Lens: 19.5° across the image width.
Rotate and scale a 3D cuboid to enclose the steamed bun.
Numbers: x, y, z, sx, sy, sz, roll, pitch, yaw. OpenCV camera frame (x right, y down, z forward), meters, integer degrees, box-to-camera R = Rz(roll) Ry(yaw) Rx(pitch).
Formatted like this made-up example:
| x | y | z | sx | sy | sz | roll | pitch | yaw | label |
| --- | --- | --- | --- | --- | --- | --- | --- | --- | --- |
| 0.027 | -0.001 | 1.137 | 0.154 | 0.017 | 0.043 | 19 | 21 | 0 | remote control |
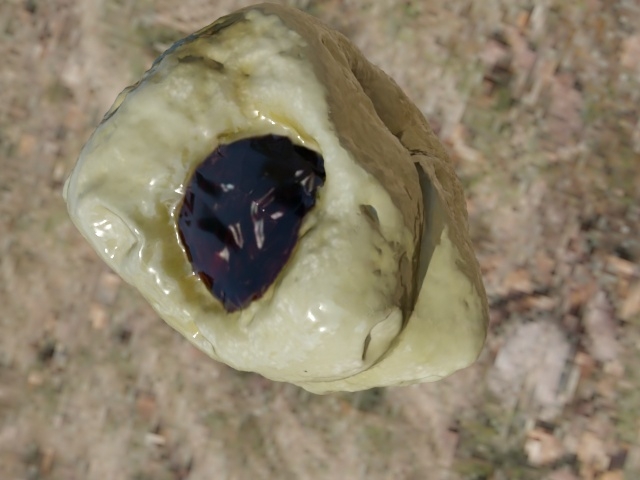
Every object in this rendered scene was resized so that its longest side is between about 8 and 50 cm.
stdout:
| x | y | z | sx | sy | sz | roll | pitch | yaw | label |
| --- | --- | --- | --- | --- | --- | --- | --- | --- | --- |
| 0.000 | 0.000 | 0.801 | 0.141 | 0.172 | 0.155 | -49 | 49 | 11 | steamed bun |
